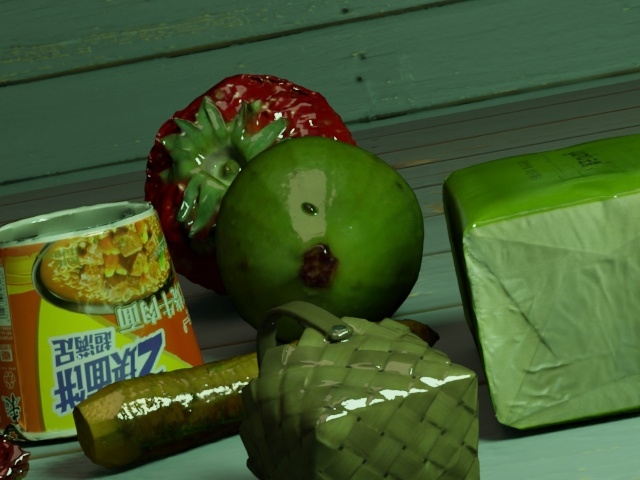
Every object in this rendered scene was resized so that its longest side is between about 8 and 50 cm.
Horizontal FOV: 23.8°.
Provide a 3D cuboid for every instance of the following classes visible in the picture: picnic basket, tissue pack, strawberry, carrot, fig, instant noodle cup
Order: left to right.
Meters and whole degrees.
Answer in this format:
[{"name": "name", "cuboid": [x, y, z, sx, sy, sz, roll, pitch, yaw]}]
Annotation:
[{"name": "instant noodle cup", "cuboid": [-0.211, 0.064, 1.347, 0.213, 0.174, 0.213, -10, 10, 2]}, {"name": "strawberry", "cuboid": [-0.065, -0.048, 1.720, 0.257, 0.257, 0.277, -8, -23, 17]}, {"name": "carrot", "cuboid": [-0.042, 0.111, 1.212, 0.314, 0.066, 0.066, -15, 11, -24]}, {"name": "fig", "cuboid": [0.000, 0.000, 1.412, 0.202, 0.203, 0.225, -11, 3, -1]}, {"name": "picnic basket", "cuboid": [0.011, 0.108, 0.981, 0.137, 0.128, 0.178, -14, 20, -25]}, {"name": "tissue pack", "cuboid": [0.207, 0.018, 1.166, 0.200, 0.167, 0.275, -10, 10, 4]}]

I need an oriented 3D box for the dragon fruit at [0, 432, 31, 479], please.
[{"name": "dragon fruit", "cuboid": [-0.287, 0.181, 1.090, 0.161, 0.121, 0.127, 18, -24, 18]}]
